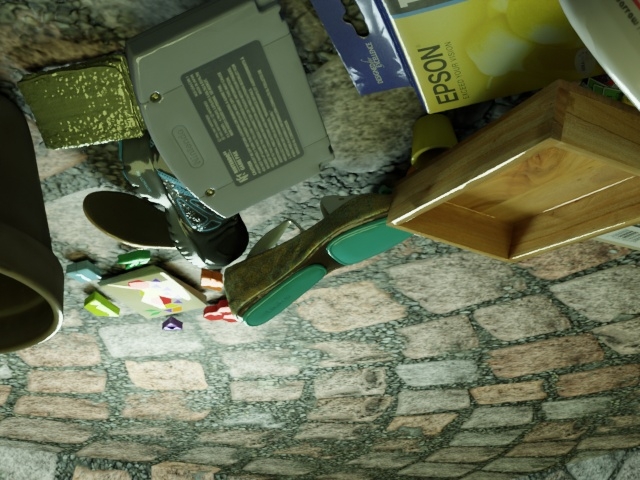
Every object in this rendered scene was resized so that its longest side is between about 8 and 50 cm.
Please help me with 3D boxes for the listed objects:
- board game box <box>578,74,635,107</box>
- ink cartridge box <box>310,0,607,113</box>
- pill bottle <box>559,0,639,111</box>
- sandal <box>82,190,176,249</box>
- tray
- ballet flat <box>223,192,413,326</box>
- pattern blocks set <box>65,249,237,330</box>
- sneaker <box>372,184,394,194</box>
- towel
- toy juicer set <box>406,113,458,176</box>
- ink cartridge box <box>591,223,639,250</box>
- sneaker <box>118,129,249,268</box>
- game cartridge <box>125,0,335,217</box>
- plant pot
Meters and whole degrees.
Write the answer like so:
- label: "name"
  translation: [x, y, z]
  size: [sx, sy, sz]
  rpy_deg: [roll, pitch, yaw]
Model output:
- label: "board game box"
  translation: [0.408, -0.216, 1.003]
  size: [0.030, 0.136, 0.259]
  rpy_deg: [-39, 165, -26]
- label: "ink cartridge box"
  translation: [0.148, -0.257, 0.957]
  size: [0.307, 0.072, 0.303]
  rpy_deg: [-14, 151, 15]
- label: "pill bottle"
  translation: [0.426, -0.277, 0.734]
  size: [0.229, 0.229, 0.408]
  rpy_deg: [23, 129, -40]
- label: "sandal"
  translation: [-0.270, -0.011, 1.363]
  size: [0.240, 0.088, 0.079]
  rpy_deg: [10, 148, -34]
- label: "tray"
  translation: [0.256, -0.065, 1.057]
  size: [0.203, 0.076, 0.411]
  rpy_deg: [17, 164, -15]
- label: "ballet flat"
  translation: [0.000, 0.000, 1.306]
  size: [0.348, 0.123, 0.123]
  rpy_deg: [-32, 145, 10]
- label: "pattern blocks set"
  translation: [-0.309, 0.098, 1.628]
  size: [0.285, 0.026, 0.325]
  rpy_deg: [-9, 152, 10]
- label: "sneaker"
  translation: [0.148, -0.050, 1.357]
  size: [0.166, 0.065, 0.076]
  rpy_deg: [3, 148, -15]
- label: "towel"
  translation: [-0.291, -0.169, 1.078]
  size: [0.148, 0.027, 0.110]
  rpy_deg: [-10, 120, 10]
- label: "toy juicer set"
  translation: [0.280, -0.091, 1.260]
  size: [0.329, 0.089, 0.209]
  rpy_deg: [0, 152, -6]
- label: "ink cartridge box"
  translation: [0.512, -0.065, 1.298]
  size: [0.235, 0.088, 0.193]
  rpy_deg: [9, 152, -40]
- label: "sneaker"
  translation: [-0.155, -0.061, 1.238]
  size: [0.140, 0.125, 0.341]
  rpy_deg: [-11, 152, 12]
- label: "game cartridge"
  translation: [-0.106, -0.155, 1.038]
  size: [0.198, 0.062, 0.297]
  rpy_deg: [-22, 142, 0]
- label: "plant pot"
  translation: [-0.474, -0.037, 1.084]
  size: [0.323, 0.280, 0.323]
  rpy_deg: [-2, 152, -1]
